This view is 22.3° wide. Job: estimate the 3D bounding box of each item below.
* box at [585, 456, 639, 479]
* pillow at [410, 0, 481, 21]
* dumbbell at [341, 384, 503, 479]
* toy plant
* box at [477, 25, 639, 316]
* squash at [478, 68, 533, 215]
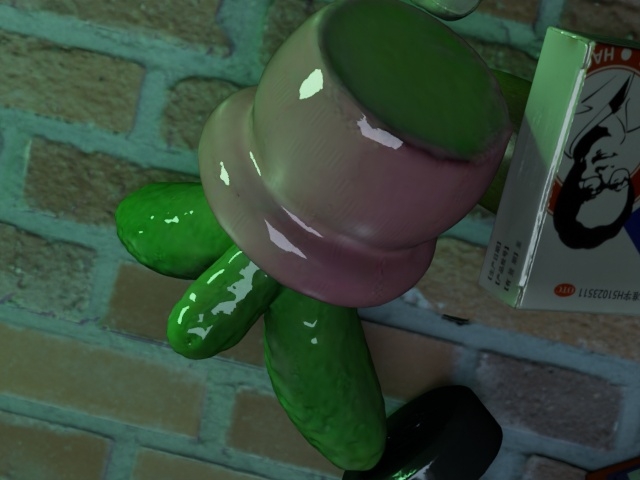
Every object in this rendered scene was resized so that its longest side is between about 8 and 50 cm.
[{"bbox_3d":[0.451,0.331,1.401,0.348,0.257,0.319,-18,103,6],"label":"box"},{"bbox_3d":[0.091,-0.361,1.264,0.255,0.120,0.322,32,83,-4],"label":"pillow"},{"bbox_3d":[0.135,0.254,1.440,0.152,0.152,0.218,-36,101,10],"label":"dumbbell"},{"bbox_3d":[0.005,-0.005,1.298,0.317,0.210,0.356,44,123,5],"label":"toy plant"},{"bbox_3d":[0.306,-0.044,1.317,0.353,0.069,0.214,5,107,-30],"label":"box"},{"bbox_3d":[0.160,-0.082,1.373,0.186,0.123,0.123,31,104,-2],"label":"squash"}]
